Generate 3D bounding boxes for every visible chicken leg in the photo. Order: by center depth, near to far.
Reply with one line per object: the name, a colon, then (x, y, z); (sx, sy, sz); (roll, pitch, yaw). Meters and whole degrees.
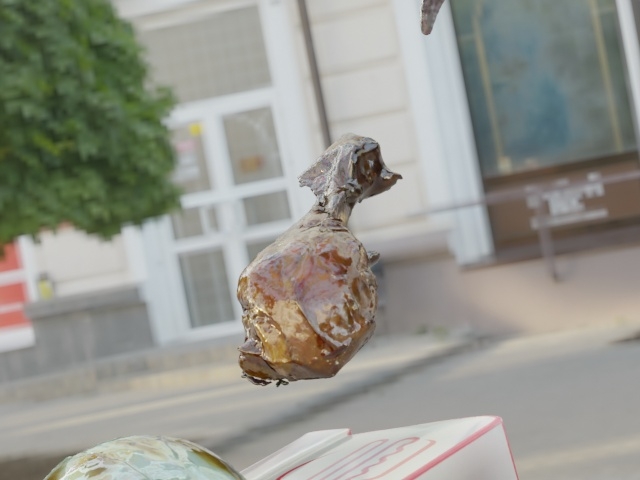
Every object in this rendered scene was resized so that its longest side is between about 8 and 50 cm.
chicken leg: (0.000, 0.000, 1.374); (0.113, 0.093, 0.304); (-3, 34, 11)

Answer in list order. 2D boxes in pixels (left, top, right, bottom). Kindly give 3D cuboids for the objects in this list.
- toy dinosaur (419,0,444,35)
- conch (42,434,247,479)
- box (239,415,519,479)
toy dinosaur: (0.132, -0.286, 1.184); (0.077, 0.294, 0.162); (10, 13, 17)
conch: (-0.142, 0.241, 1.139); (0.249, 0.197, 0.368); (-5, -35, -23)
box: (0.047, 0.390, 1.895); (0.300, 0.314, 0.312); (-12, 6, 38)
